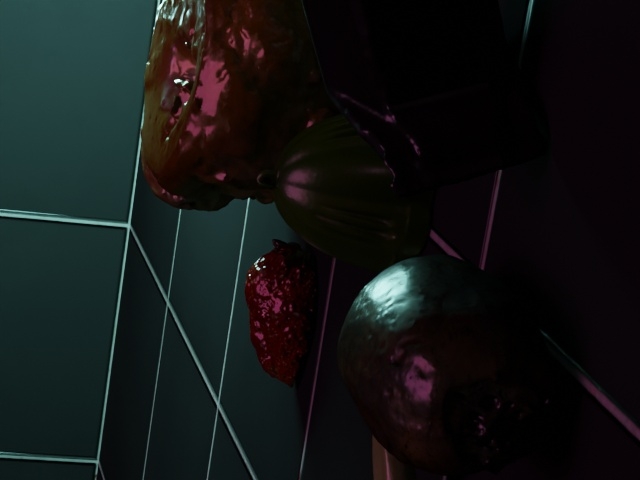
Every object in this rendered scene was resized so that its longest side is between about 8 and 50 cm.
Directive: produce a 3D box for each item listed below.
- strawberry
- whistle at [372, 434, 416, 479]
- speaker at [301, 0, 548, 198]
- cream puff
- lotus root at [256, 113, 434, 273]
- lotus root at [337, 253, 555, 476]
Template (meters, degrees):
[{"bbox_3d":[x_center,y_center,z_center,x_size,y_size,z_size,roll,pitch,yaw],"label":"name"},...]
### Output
[{"bbox_3d":[-0.054,0.091,2.394,0.146,0.082,0.187,166,104,-81],"label":"strawberry"},{"bbox_3d":[0.077,0.295,1.749,0.131,0.106,0.288,120,150,-62],"label":"whistle"},{"bbox_3d":[0.070,-0.256,1.642,0.184,0.180,0.388,-120,13,-68],"label":"speaker"},{"bbox_3d":[-0.071,-0.173,2.223,0.327,0.231,0.343,-108,33,-45],"label":"cream puff"},{"bbox_3d":[0.015,-0.056,1.987,0.186,0.186,0.186,-175,90,-75],"label":"lotus root"},{"bbox_3d":[0.102,0.098,1.627,0.275,0.160,0.152,-136,42,-71],"label":"lotus root"}]
